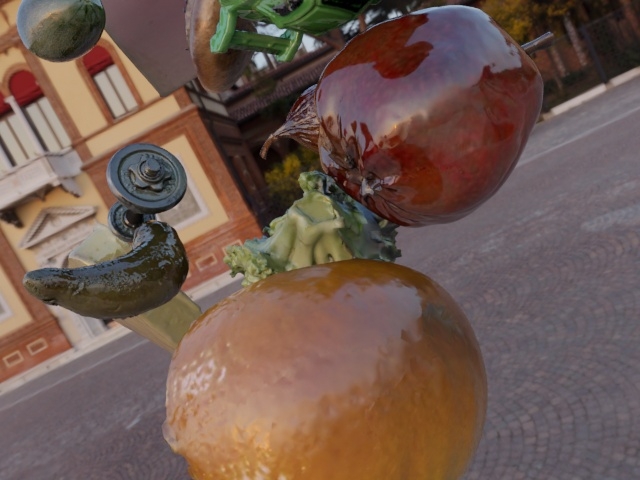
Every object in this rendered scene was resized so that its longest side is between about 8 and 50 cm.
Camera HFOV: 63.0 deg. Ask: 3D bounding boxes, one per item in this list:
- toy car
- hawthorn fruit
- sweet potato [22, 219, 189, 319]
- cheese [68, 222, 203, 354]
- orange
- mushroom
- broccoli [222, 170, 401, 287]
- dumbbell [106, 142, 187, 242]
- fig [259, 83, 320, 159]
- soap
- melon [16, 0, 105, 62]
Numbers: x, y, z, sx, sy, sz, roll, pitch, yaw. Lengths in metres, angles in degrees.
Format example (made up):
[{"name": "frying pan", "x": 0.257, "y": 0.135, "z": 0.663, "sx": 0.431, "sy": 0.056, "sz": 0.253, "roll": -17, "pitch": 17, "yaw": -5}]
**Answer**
[{"name": "toy car", "x": -0.012, "y": -0.369, "z": 0.708, "sx": 0.213, "sy": 0.177, "sz": 0.358, "roll": -6, "pitch": 8, "yaw": -40}, {"name": "hawthorn fruit", "x": 0.145, "y": -0.179, "z": 0.734, "sx": 0.308, "sy": 0.308, "sz": 0.325, "roll": -16, "pitch": 45, "yaw": 58}, {"name": "sweet potato", "x": -0.247, "y": 0.039, "z": 0.718, "sx": 0.124, "sy": 0.098, "sz": 0.310, "roll": 16, "pitch": 18, "yaw": 7}, {"name": "cheese", "x": -0.417, "y": 0.109, "z": 1.151, "sx": 0.384, "sy": 0.384, "sz": 0.104, "roll": -17, "pitch": 33, "yaw": 57}, {"name": "orange", "x": 0.033, "y": 0.140, "z": 0.508, "sx": 0.274, "sy": 0.274, "sz": 0.310, "roll": -26, "pitch": -27, "yaw": 7}, {"name": "mushroom", "x": -0.195, "y": -0.435, "z": 1.039, "sx": 0.145, "sy": 0.278, "sz": 0.278, "roll": 8, "pitch": 8, "yaw": 0}, {"name": "broccoli", "x": -0.010, "y": -0.005, "z": 0.989, "sx": 0.347, "sy": 0.294, "sz": 0.281, "roll": -2, "pitch": -22, "yaw": -6}, {"name": "dumbbell", "x": -0.282, "y": -0.056, "z": 0.810, "sx": 0.110, "sy": 0.110, "sz": 0.254, "roll": -32, "pitch": -5, "yaw": -35}, {"name": "fig", "x": -0.032, "y": -0.232, "z": 1.035, "sx": 0.201, "sy": 0.146, "sz": 0.134, "roll": -10, "pitch": -35, "yaw": 3}, {"name": "soap", "x": -0.360, "y": -0.534, "z": 1.244, "sx": 0.285, "sy": 0.296, "sz": 0.107, "roll": -29, "pitch": 44, "yaw": 8}, {"name": "melon", "x": -0.418, "y": -0.347, "z": 0.838, "sx": 0.167, "sy": 0.114, "sz": 0.114, "roll": -14, "pitch": 12, "yaw": 30}]
